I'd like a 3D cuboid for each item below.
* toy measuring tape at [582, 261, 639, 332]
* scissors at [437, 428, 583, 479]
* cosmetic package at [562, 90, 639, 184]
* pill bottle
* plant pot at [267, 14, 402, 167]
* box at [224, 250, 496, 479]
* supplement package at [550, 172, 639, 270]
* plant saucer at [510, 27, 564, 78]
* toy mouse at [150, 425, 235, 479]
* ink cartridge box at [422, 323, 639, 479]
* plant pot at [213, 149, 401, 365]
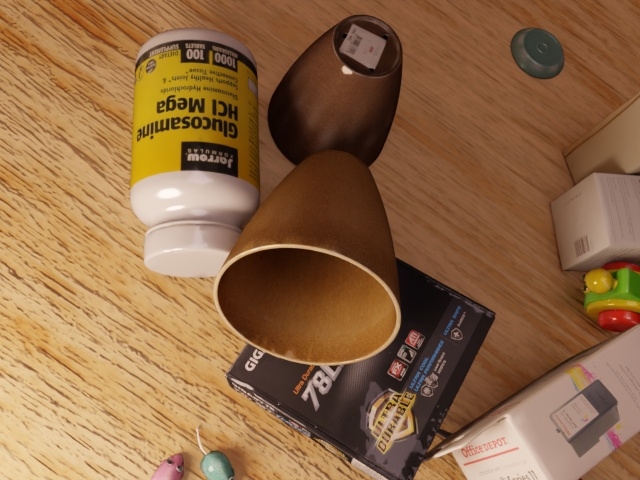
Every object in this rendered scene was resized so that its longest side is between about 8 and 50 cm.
[{"bbox_3d":[0.557,0.118,1.153,0.330,0.121,0.122,24,65,-30],"label":"toy measuring tape"},{"bbox_3d":[0.309,0.354,1.034,0.297,0.021,0.109,41,68,3],"label":"scissors"},{"bbox_3d":[0.581,-0.183,1.130,0.160,0.309,0.113,-11,74,-18],"label":"cosmetic package"},{"bbox_3d":[-0.183,-0.124,0.975,0.187,0.188,0.334,1,71,-14],"label":"pill bottle"},{"bbox_3d":[0.040,-0.244,1.053,0.215,0.230,0.216,4,71,-13],"label":"plant pot"},{"bbox_3d":[0.062,0.161,0.973,0.293,0.073,0.296,31,65,11],"label":"box"},{"bbox_3d":[0.558,-0.026,1.162,0.243,0.139,0.134,2,70,-13],"label":"supplement package"},{"bbox_3d":[0.438,-0.379,1.317,0.119,0.021,0.120,5,71,-13],"label":"plant saucer"},{"bbox_3d":[-0.174,0.327,0.907,0.160,0.031,0.143,10,69,-11],"label":"toy mouse"},{"bbox_3d":[0.323,0.271,0.947,0.353,0.207,0.119,-24,73,-24],"label":"ink cartridge box"},{"bbox_3d":[0.000,0.000,0.908,0.237,0.237,0.254,19,46,-8],"label":"plant pot"}]
